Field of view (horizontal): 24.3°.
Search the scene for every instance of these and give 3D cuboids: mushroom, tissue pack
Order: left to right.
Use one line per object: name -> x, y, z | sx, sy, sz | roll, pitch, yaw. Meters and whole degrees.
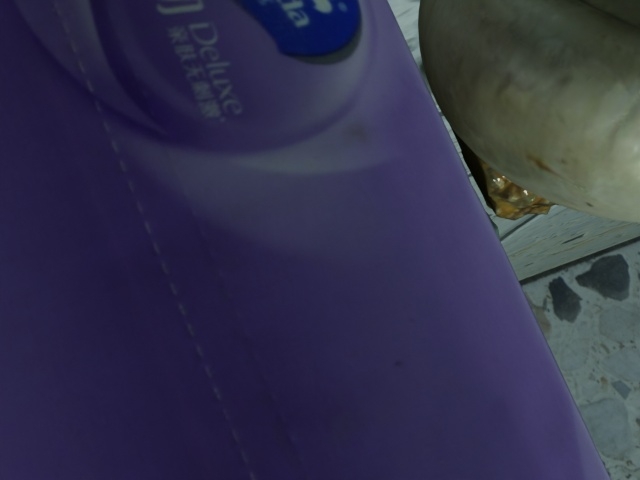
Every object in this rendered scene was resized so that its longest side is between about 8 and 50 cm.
tissue pack -> -0.057, 0.038, 0.537 | 0.242, 0.338, 0.160 | -21, 169, -18
mushroom -> 0.157, -0.103, 0.715 | 0.206, 0.206, 0.209 | -18, 163, -28

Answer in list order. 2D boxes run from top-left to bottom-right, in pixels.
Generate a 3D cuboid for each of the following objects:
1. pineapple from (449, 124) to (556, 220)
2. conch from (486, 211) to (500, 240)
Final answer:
pineapple -> 0.203, -0.113, 0.983 | 0.248, 0.128, 0.128 | -28, 170, 6
conch -> 0.000, 0.000, 0.966 | 0.220, 0.277, 0.195 | -59, 164, -57
